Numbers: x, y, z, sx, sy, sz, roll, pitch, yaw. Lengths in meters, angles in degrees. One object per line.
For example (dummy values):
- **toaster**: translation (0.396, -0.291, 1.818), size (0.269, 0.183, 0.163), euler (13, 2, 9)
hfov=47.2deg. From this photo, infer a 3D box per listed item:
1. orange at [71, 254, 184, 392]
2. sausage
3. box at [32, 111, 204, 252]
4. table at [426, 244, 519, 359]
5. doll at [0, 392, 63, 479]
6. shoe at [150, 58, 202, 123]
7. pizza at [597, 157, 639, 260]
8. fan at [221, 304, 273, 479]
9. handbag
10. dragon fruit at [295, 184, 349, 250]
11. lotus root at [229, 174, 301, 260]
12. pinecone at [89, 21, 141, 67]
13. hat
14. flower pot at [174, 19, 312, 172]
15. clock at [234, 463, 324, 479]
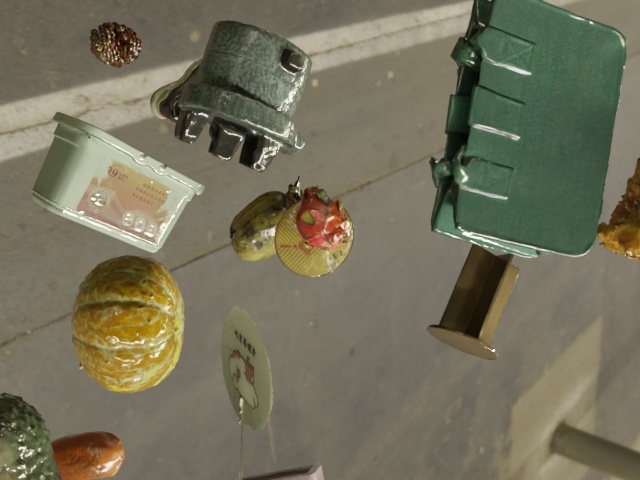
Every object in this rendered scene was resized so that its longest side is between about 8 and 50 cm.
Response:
- **orange**: translation (-0.454, 0.194, 1.736), size (0.329, 0.249, 0.329), euler (-6, 90, -88)
- **sausage**: translation (-0.627, 0.564, 1.899), size (0.133, 0.259, 0.133), euler (47, 35, -48)
- **box**: translation (-0.416, -0.106, 1.484), size (0.312, 0.175, 0.182), euler (27, 88, -45)
- **table**: translation (0.361, 0.132, 1.662), size (0.167, 0.167, 0.226), euler (41, 69, -48)
- **doll**: translation (-0.397, 0.360, 0.864), size (0.247, 0.247, 0.349), euler (3, 78, -51)
- **shoe**: translation (-0.314, -0.367, 1.840), size (0.228, 0.112, 0.099), euler (-36, 142, -9)
- **pizza**: translation (0.511, -0.040, 1.049), size (0.335, 0.226, 0.086), euler (-96, 164, -50)
- **fan**: translation (-0.121, 0.260, 1.124), size (0.009, 0.191, 0.328), euler (-6, 112, -30)
- **handbag**: translation (0.275, -0.147, 0.981), size (0.239, 0.089, 0.326), euler (13, 87, -24)
- **dragon fruit**: translation (0.000, -0.037, 1.140), size (0.086, 0.081, 0.116), euler (47, 21, -71)
- **lotus root**: translation (-0.117, -0.051, 1.866), size (0.278, 0.154, 0.154), euler (-41, 147, 21)
- **pinecone**: translation (-0.335, -0.324, 1.204), size (0.083, 0.077, 0.077), euler (-47, 135, -50)
- **hat**: translation (0.000, 0.000, 1.641), size (0.193, 0.082, 0.192), euler (-5, 104, -20)
- **flower pot**: translation (-0.154, -0.302, 1.629), size (0.299, 0.299, 0.282), euler (24, 86, -51)
- **clock**: translation (-0.094, 0.524, 1.535), size (0.150, 0.197, 0.063), euler (59, 20, -78)
